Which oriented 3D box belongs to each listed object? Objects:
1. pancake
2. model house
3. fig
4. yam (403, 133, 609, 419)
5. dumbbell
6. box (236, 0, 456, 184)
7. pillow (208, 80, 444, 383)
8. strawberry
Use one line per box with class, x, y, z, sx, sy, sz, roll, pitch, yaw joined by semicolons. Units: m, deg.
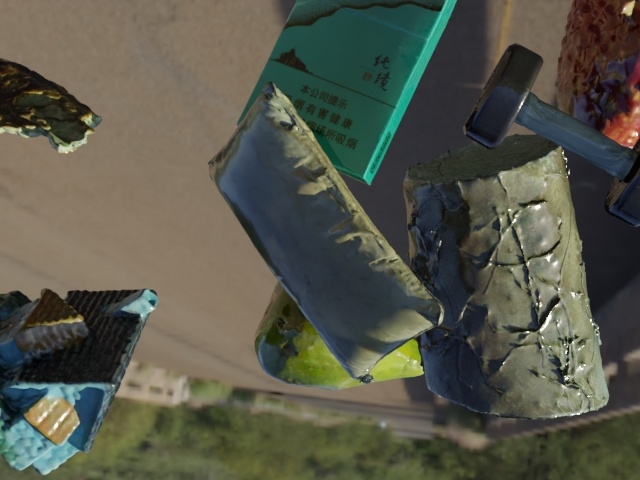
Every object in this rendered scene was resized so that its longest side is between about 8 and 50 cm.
pancake;-0.496;-0.199;1.486;0.426;0.067;0.305;10;-153;-30
model house;-0.364;0.164;1.649;0.241;0.261;0.226;-29;114;24
fig;0.043;0.154;1.775;0.275;0.206;0.206;25;166;-3
yam;0.236;0.049;1.494;0.240;0.348;0.241;-10;-170;2
dumbbell;0.238;-0.098;1.073;0.191;0.100;0.100;30;167;1
box;0.028;-0.193;1.241;0.160;0.226;0.042;24;175;17
pillow;0.000;0.000;1.190;0.075;0.302;0.185;-32;173;-38
strawberry;0.409;-0.254;1.333;0.292;0.292;0.343;-2;-152;37
